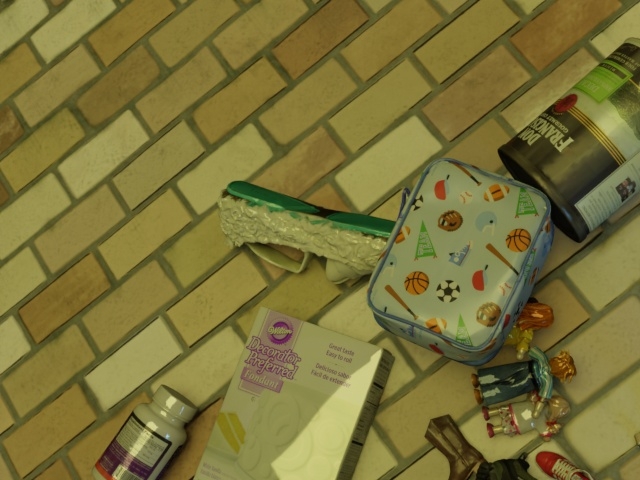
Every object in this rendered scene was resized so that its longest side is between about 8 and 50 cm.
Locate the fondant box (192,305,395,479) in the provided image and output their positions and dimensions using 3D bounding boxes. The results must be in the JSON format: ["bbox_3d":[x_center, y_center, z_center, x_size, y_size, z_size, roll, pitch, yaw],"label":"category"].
[{"bbox_3d":[-0.045,0.305,1.799,0.238,0.096,0.330,17,79,22],"label":"fondant box"}]

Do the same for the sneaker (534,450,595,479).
[{"bbox_3d":[0.384,0.363,1.656,0.118,0.067,0.042,30,87,24],"label":"sneaker"}]

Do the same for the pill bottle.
[{"bbox_3d":[-0.301,0.352,1.861,0.108,0.108,0.193,34,86,23],"label":"pill bottle"}]

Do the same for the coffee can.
[{"bbox_3d":[0.454,-0.160,1.714,0.275,0.201,0.201,-41,67,3],"label":"coffee can"}]

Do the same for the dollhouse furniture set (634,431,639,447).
[{"bbox_3d":[0.531,0.307,1.602,0.091,0.114,0.081,-29,72,6],"label":"dollhouse furniture set"}]

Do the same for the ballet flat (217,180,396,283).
[{"bbox_3d":[0.000,0.000,1.873,0.408,0.147,0.147,16,80,24],"label":"ballet flat"}]

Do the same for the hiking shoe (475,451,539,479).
[{"bbox_3d":[0.334,0.422,1.620,0.114,0.086,0.227,-15,56,-22],"label":"hiking shoe"}]

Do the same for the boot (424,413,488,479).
[{"bbox_3d":[0.199,0.351,1.736,0.106,0.037,0.114,-38,69,-10],"label":"boot"}]

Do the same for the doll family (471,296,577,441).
[{"bbox_3d":[0.316,0.189,1.701,0.163,0.118,0.263,-18,70,12],"label":"doll family"}]

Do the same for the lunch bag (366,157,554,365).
[{"bbox_3d":[0.215,0.024,1.665,0.243,0.115,0.303,21,74,23],"label":"lunch bag"}]
